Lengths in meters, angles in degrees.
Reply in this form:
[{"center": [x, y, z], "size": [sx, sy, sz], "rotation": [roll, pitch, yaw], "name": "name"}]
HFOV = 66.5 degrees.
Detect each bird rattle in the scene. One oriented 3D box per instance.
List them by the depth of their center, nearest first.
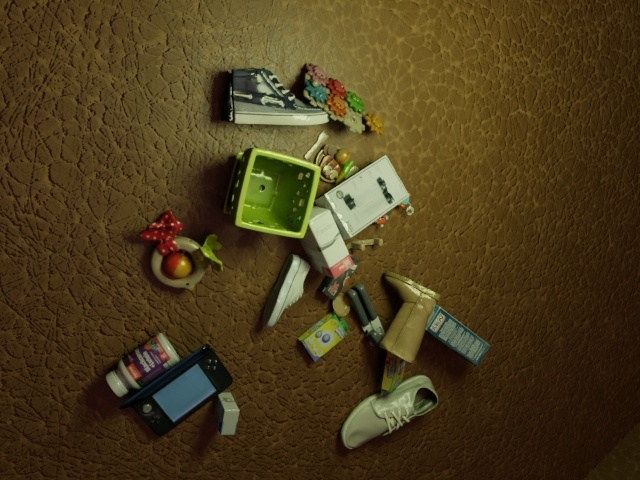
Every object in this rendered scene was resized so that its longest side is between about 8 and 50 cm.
[{"center": [-0.414, 0.048, 1.432], "size": [0.253, 0.143, 0.207], "rotation": [21, 108, -26], "name": "bird rattle"}]

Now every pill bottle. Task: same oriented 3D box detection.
[{"center": [-0.529, 0.373, 1.451], "size": [0.193, 0.108, 0.108], "rotation": [-35, 115, -16], "name": "pill bottle"}]

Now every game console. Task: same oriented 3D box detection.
[{"center": [-0.424, 0.464, 1.490], "size": [0.293, 0.173, 0.250], "rotation": [-34, 114, -16], "name": "game console"}]

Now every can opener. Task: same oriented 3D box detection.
[{"center": [0.185, 0.289, 1.803], "size": [0.076, 0.095, 0.284], "rotation": [-35, 121, -17], "name": "can opener"}]

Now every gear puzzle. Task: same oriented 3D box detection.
[{"center": [0.090, -0.435, 1.565], "size": [0.338, 0.044, 0.176], "rotation": [27, 48, -29], "name": "gear puzzle"}]

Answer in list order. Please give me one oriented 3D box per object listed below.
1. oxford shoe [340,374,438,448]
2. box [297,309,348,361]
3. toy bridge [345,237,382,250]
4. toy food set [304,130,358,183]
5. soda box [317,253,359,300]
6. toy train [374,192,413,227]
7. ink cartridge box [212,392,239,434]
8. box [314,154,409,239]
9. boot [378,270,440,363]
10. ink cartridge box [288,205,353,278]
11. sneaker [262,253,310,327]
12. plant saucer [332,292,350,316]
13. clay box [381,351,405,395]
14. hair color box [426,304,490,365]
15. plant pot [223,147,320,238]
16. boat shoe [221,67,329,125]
[{"center": [0.281, 0.680, 1.926], "size": [0.449, 0.130, 0.169], "rotation": [-23, 113, -19], "name": "oxford shoe"}, {"center": [0.018, 0.340, 1.762], "size": [0.179, 0.043, 0.105], "rotation": [-38, 116, -16], "name": "box"}, {"center": [0.131, 0.020, 1.731], "size": [0.188, 0.063, 0.026], "rotation": [-15, 109, -34], "name": "toy bridge"}, {"center": [0.044, -0.260, 1.639], "size": [0.192, 0.038, 0.132], "rotation": [42, 82, -28], "name": "toy food set"}, {"center": [0.064, 0.123, 1.729], "size": [0.060, 0.053, 0.169], "rotation": [36, 85, -29], "name": "soda box"}, {"center": [0.255, -0.123, 1.777], "size": [0.166, 0.046, 0.125], "rotation": [-16, 110, -20], "name": "toy train"}, {"center": [-0.311, 0.565, 1.600], "size": [0.052, 0.122, 0.089], "rotation": [8, 97, -24], "name": "ink cartridge box"}, {"center": [0.141, -0.142, 1.632], "size": [0.290, 0.087, 0.169], "rotation": [-36, 97, -26], "name": "box"}, {"center": [0.285, 0.273, 1.782], "size": [0.270, 0.236, 0.089], "rotation": [-62, 159, -7], "name": "boot"}, {"center": [0.000, 0.000, 1.607], "size": [0.092, 0.158, 0.218], "rotation": [-35, 115, -19], "name": "ink cartridge box"}, {"center": [-0.107, 0.178, 1.630], "size": [0.091, 0.094, 0.258], "rotation": [26, 88, -25], "name": "sneaker"}, {"center": [0.072, 0.233, 1.766], "size": [0.083, 0.015, 0.084], "rotation": [11, 72, -37], "name": "plant saucer"}, {"center": [0.290, 0.486, 1.894], "size": [0.127, 0.053, 0.222], "rotation": [-12, 110, -62], "name": "clay box"}, {"center": [0.494, 0.354, 1.932], "size": [0.347, 0.174, 0.105], "rotation": [37, 85, -28], "name": "hair color box"}, {"center": [-0.160, -0.147, 1.465], "size": [0.228, 0.207, 0.227], "rotation": [12, 96, -28], "name": "plant pot"}, {"center": [-0.126, -0.431, 1.461], "size": [0.340, 0.127, 0.158], "rotation": [-6, 110, -26], "name": "boat shoe"}]
